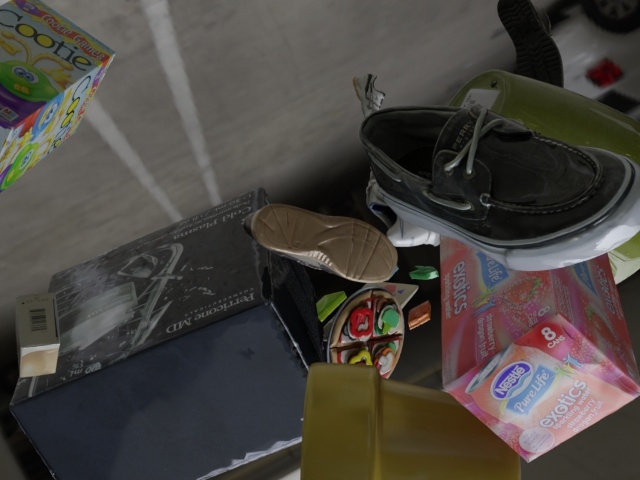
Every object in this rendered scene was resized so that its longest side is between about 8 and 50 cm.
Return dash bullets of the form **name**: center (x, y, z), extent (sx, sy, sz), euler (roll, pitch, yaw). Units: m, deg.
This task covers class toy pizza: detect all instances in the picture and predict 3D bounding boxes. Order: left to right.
- **toy pizza**: center (0.088, 0.180, 1.889), extent (0.032, 0.201, 0.201), euler (12, -150, 44)

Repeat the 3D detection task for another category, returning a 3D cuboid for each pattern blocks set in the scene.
- **pattern blocks set**: center (0.100, 0.147, 2.161), extent (0.325, 0.026, 0.285), euler (-39, -150, -29)

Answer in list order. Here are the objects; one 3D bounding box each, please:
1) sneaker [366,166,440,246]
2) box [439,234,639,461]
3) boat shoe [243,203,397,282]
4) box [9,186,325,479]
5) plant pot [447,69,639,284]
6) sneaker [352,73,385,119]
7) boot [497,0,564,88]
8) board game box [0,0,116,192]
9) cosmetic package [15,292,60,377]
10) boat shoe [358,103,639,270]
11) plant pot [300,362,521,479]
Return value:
- **sneaker**: center (0.144, -0.120, 2.077), extent (0.129, 0.297, 0.111), euler (-11, 154, -17)
- **box**: center (0.234, 0.071, 1.186), extent (0.154, 0.142, 0.300), euler (-38, -158, 26)
- **boat shoe**: center (0.000, 0.000, 1.826), extent (0.285, 0.103, 0.092), euler (15, -179, -28)
- **box**: center (-0.257, 0.194, 1.972), extent (0.480, 0.297, 0.472), euler (-23, -153, 6)
- **plant pot**: center (0.316, -0.108, 1.528), extent (0.275, 0.293, 0.275), euler (-40, -147, 33)
- **sneaker**: center (0.070, -0.181, 1.416), extent (0.037, 0.083, 0.032), euler (-17, -174, 2)
- **boot**: center (0.375, -0.322, 1.803), extent (0.077, 0.198, 0.137), euler (-18, 177, 28)
- **board game box**: center (-0.385, -0.171, 1.283), extent (0.142, 0.144, 0.275), euler (-54, -176, 30)
- **cosmetic package**: center (-0.306, 0.103, 1.153), extent (0.041, 0.060, 0.115), euler (-5, 161, -18)
- **boat shoe**: center (0.142, -0.060, 0.968), extent (0.335, 0.119, 0.121), euler (10, -121, 54)
- **plant pot**: center (0.102, 0.269, 1.239), extent (0.239, 0.254, 0.254), euler (0, -176, 3)
